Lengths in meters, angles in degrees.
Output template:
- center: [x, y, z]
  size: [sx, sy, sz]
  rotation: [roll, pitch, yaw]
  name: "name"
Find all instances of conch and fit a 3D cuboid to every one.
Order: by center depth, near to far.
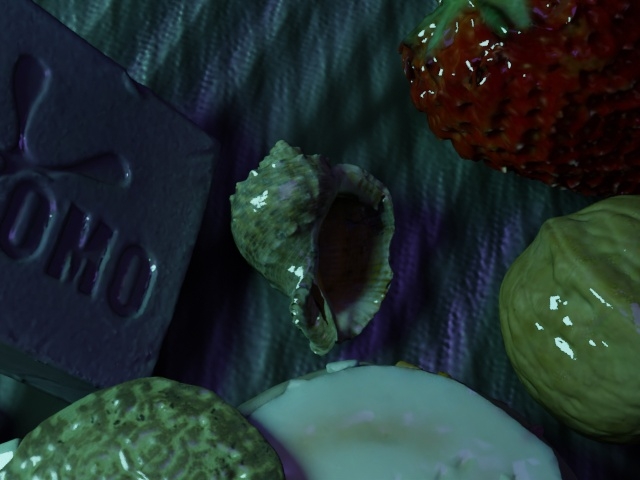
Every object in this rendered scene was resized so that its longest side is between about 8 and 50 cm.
- center: [0.000, 0.000, 0.919]
  size: [0.155, 0.130, 0.207]
  rotation: [-17, 79, 0]
  name: "conch"

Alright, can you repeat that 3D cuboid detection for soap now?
- center: [-0.247, -0.036, 0.835]
  size: [0.296, 0.107, 0.286]
  rotation: [34, 56, -38]
  name: "soap"

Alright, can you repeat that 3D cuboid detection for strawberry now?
- center: [0.265, -0.195, 0.986]
  size: [0.351, 0.267, 0.312]
  rotation: [28, 57, -21]
  name: "strawberry"

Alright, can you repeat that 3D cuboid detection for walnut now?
- center: [0.272, 0.068, 0.883]
  size: [0.227, 0.228, 0.228]
  rotation: [3, 66, -6]
  name: "walnut"

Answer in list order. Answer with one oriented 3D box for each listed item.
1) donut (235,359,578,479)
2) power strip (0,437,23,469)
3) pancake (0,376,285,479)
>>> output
- center: [0.050, 0.282, 0.780]
  size: [0.382, 0.142, 0.383]
  rotation: [1, 61, -3]
  name: "donut"
- center: [-0.208, 0.280, 0.774]
  size: [0.046, 0.118, 0.271]
  rotation: [-23, 70, 4]
  name: "power strip"
- center: [-0.139, 0.203, 0.719]
  size: [0.235, 0.029, 0.212]
  rotation: [-15, 59, -10]
  name: "pancake"
